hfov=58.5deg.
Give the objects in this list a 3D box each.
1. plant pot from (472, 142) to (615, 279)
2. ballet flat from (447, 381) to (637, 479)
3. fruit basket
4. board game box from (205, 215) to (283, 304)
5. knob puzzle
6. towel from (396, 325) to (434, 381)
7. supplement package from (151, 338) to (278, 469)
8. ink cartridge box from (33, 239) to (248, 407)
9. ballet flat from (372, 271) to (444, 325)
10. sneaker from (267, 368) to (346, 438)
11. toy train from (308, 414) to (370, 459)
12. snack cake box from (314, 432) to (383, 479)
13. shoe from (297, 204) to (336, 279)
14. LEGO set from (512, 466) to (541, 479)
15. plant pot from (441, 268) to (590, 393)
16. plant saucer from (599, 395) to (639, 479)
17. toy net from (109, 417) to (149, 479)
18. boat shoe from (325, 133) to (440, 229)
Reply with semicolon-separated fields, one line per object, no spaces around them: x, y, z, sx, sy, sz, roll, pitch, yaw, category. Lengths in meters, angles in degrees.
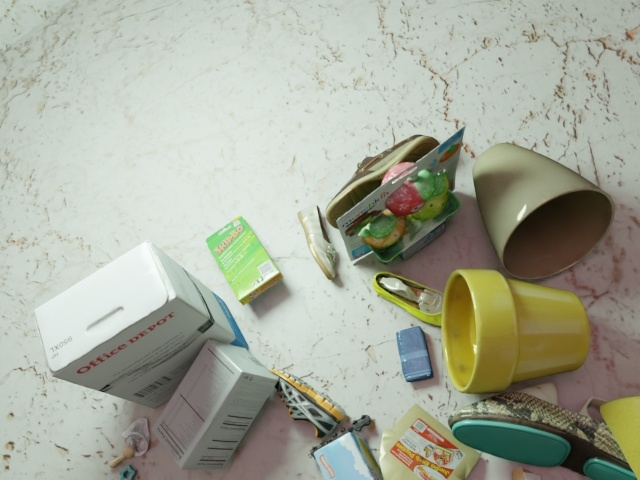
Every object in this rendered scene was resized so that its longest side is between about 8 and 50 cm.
0.461;-0.095;1.292;0.257;0.256;0.274;-26;45;3;plant pot
0.499;0.376;1.105;0.483;0.164;0.182;15;49;16;ballet flat
0.192;-0.077;1.281;0.327;0.353;0.165;-36;77;-4;fruit basket
-0.205;0.044;1.487;0.124;0.039;0.259;-35;50;-4;board game box
0.205;0.460;1.175;0.213;0.030;0.213;1;46;-1;knob puzzle
0.212;0.258;1.295;0.067;0.029;0.119;-13;63;9;towel
-0.234;0.366;1.270;0.139;0.134;0.244;33;91;39;supplement package
-0.380;0.204;1.280;0.286;0.395;0.166;-33;61;-1;ink cartridge box
0.221;0.132;1.325;0.231;0.077;0.077;23;73;24;ballet flat
-0.049;0.362;1.292;0.215;0.084;0.083;29;85;27;sneaker
0.042;0.431;1.256;0.158;0.036;0.027;-32;74;-2;toy train
0.097;0.527;1.128;0.089;0.152;0.264;-30;61;1;snack cake box
0.000;0.000;1.451;0.058;0.076;0.219;-27;59;8;shoe
0.420;0.583;1.063;0.132;0.107;0.287;-14;50;-31;LEGO set
0.395;0.182;1.168;0.239;0.254;0.253;-1;64;-3;plant pot
0.688;0.372;0.928;0.333;0.080;0.332;4;29;-1;plant saucer
-0.454;0.535;1.342;0.122;0.045;0.232;9;68;20;toy net
0.149;-0.160;1.480;0.342;0.123;0.123;-40;32;3;boat shoe
